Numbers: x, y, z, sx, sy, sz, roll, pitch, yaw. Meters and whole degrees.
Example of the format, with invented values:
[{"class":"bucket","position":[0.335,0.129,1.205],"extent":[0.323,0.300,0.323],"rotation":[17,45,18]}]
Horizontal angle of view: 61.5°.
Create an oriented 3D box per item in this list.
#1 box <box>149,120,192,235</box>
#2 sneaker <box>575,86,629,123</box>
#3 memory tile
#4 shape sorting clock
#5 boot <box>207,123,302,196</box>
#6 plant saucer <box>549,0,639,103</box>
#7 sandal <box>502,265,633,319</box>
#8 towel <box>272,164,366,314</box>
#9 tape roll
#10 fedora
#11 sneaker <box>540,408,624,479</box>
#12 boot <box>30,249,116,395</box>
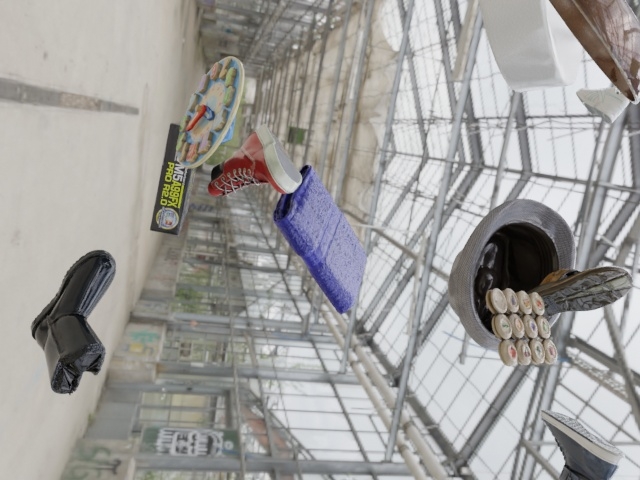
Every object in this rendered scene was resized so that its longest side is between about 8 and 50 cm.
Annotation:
[{"class":"box","position":[-0.302,-0.144,1.155],"extent":[0.270,0.060,0.216],"rotation":[-130,-127,-74]},{"class":"sneaker","position":[0.597,-0.296,1.136],"extent":[0.061,0.054,0.152],"rotation":[-44,-155,19]},{"class":"memory tile","position":[0.299,0.127,0.791],"extent":[0.012,0.148,0.113],"rotation":[-28,-117,46]},{"class":"shape sorting clock","position":[-0.194,-0.220,0.921],"extent":[0.206,0.040,0.206],"rotation":[-23,-121,45]},{"class":"boot","position":[-0.139,-0.120,1.055],"extent":[0.176,0.088,0.244],"rotation":[-38,-147,5]},{"class":"plant saucer","position":[0.209,-0.182,0.421],"extent":[0.029,0.168,0.168],"rotation":[-36,-142,27]},{"class":"sandal","position":[0.415,0.089,0.930],"extent":[0.219,0.090,0.060],"rotation":[-28,-146,29]},{"class":"towel","position":[0.000,0.000,1.283],"extent":[0.076,0.308,0.227],"rotation":[-17,-148,30]},{"class":"tape roll","position":[0.282,-0.393,0.698],"extent":[0.072,0.392,0.391],"rotation":[0,-100,34]},{"class":"fedora","position":[0.332,0.063,0.996],"extent":[0.124,0.244,0.275],"rotation":[4,-104,70]},{"class":"sneaker","position":[0.557,0.494,1.214],"extent":[0.226,0.086,0.163],"rotation":[-143,-111,-73]},{"class":"boot","position":[-0.477,0.164,1.095],"extent":[0.246,0.094,0.207],"rotation":[-51,-131,-2]}]
